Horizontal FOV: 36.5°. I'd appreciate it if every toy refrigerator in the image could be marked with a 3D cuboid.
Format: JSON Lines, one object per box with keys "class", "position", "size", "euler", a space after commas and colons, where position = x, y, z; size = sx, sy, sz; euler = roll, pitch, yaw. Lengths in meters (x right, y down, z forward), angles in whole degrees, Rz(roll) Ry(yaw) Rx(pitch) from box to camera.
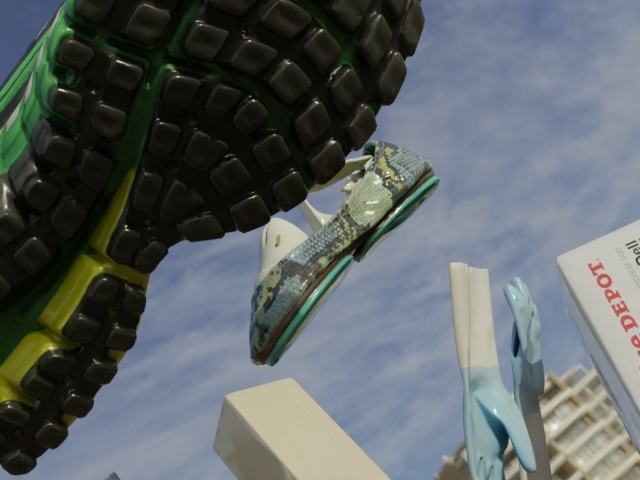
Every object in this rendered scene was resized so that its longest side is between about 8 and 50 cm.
{"class": "toy refrigerator", "position": [-0.006, 0.280, 1.099], "size": [0.102, 0.269, 0.094], "euler": [-10, -54, -39]}

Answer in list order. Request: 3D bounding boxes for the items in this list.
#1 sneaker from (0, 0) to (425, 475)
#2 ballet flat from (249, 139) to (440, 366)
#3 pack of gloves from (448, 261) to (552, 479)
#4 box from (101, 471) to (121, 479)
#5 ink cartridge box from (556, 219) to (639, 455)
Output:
{"class": "sneaker", "position": [-0.096, -0.055, 0.437], "size": [0.343, 0.146, 0.134], "euler": [-44, -57, 5]}
{"class": "ballet flat", "position": [0.000, 0.000, 0.596], "size": [0.188, 0.070, 0.070], "euler": [-44, -20, -37]}
{"class": "pack of gloves", "position": [0.188, 0.139, 0.898], "size": [0.046, 0.232, 0.195], "euler": [-10, -11, 32]}
{"class": "box", "position": [-0.221, 0.363, 1.099], "size": [0.044, 0.159, 0.233], "euler": [-34, 2, -5]}
{"class": "ink cartridge box", "position": [0.378, 0.061, 0.854], "size": [0.278, 0.201, 0.117], "euler": [-25, -35, 6]}
